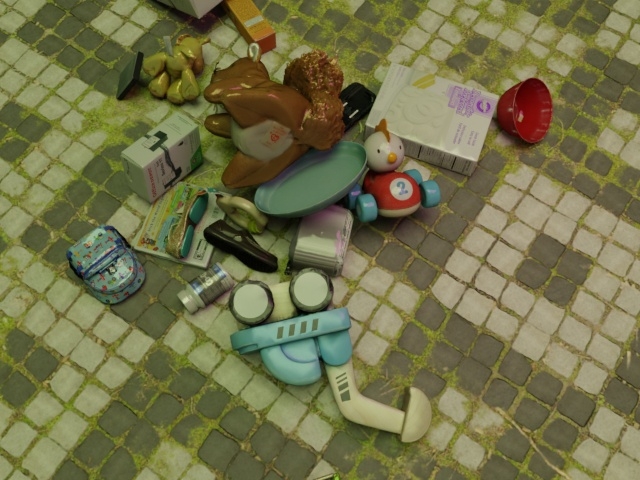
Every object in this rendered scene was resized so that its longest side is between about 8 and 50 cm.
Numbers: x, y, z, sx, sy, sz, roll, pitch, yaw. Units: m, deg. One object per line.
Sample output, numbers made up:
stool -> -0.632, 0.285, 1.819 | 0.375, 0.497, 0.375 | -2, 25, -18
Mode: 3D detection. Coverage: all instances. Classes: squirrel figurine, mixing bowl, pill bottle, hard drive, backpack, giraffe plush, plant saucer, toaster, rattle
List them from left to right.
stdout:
backpack -> -0.549, 0.068, 1.805 | 0.158, 0.117, 0.173 | -35, 74, -14
hard drive -> -0.558, -0.480, 2.039 | 0.022, 0.135, 0.094 | 18, 63, -31
giraffe plush -> -0.407, -0.529, 2.051 | 0.181, 0.210, 0.170 | 18, 39, 6
pill bottle -> -0.298, 0.125, 1.801 | 0.137, 0.078, 0.078 | -37, 72, -15
rattle -> -0.209, -0.121, 1.870 | 0.199, 0.130, 0.143 | 34, 80, -1
squirrel figurine -> -0.127, -0.378, 1.907 | 0.397, 0.281, 0.370 | -11, 40, -8
plant saucer -> -0.020, -0.152, 1.802 | 0.317, 0.044, 0.317 | -19, 31, 12
toaster -> 0.000, 0.000, 1.832 | 0.146, 0.129, 0.227 | 12, 65, 2
mixing bowl -> 0.569, -0.369, 1.993 | 0.098, 0.181, 0.181 | 8, 57, 52

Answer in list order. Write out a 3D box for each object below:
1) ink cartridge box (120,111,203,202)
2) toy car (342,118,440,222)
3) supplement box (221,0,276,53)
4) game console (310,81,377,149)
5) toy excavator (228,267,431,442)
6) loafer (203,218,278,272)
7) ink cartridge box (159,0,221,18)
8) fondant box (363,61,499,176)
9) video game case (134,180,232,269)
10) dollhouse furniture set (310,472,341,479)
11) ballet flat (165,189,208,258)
ink cartridge box -> -0.425, -0.224, 1.888 | 0.087, 0.153, 0.208 | 34, 60, 20
toy car -> 0.176, -0.197, 1.830 | 0.219, 0.238, 0.210 | -13, 24, -13
supplement box -> -0.226, -0.686, 2.155 | 0.080, 0.078, 0.233 | -31, 71, -13
game console -> 0.028, -0.321, 2.019 | 0.213, 0.044, 0.361 | 42, 73, 14
toy excavator -> 0.014, 0.294, 1.687 | 0.433, 0.222, 0.445 | -11, 81, -6
loafer -> -0.200, 0.006, 1.845 | 0.220, 0.080, 0.078 | 31, 61, 1
ink cartridge box -> -0.407, -0.830, 2.139 | 0.307, 0.129, 0.223 | 32, 68, 34
fondant box -> 0.317, -0.351, 2.005 | 0.330, 0.096, 0.238 | 20, 68, 7
video game case -> -0.372, -0.049, 1.906 | 0.206, 0.026, 0.227 | 14, 68, 6
dollhouse furniture set -> -0.002, 0.682, 1.521 | 0.197, 0.151, 0.301 | -16, 68, -8
ballet flat -> -0.362, -0.050, 1.857 | 0.067, 0.073, 0.206 | 9, 63, 19
